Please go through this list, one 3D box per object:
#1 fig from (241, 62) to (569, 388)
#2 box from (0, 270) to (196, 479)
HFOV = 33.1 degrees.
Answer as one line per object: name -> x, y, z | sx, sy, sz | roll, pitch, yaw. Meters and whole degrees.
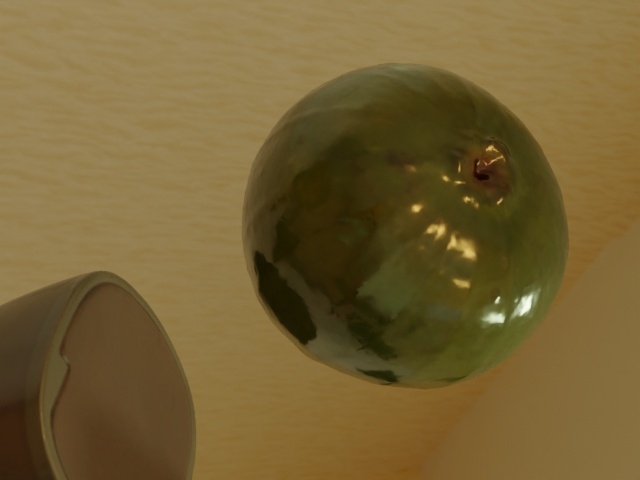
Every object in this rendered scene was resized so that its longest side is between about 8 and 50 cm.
fig -> 0.060, -0.002, 0.986 | 0.316, 0.316, 0.316 | -8, -100, 57
box -> -0.285, 0.202, 1.106 | 0.216, 0.301, 0.301 | -16, -111, 17
